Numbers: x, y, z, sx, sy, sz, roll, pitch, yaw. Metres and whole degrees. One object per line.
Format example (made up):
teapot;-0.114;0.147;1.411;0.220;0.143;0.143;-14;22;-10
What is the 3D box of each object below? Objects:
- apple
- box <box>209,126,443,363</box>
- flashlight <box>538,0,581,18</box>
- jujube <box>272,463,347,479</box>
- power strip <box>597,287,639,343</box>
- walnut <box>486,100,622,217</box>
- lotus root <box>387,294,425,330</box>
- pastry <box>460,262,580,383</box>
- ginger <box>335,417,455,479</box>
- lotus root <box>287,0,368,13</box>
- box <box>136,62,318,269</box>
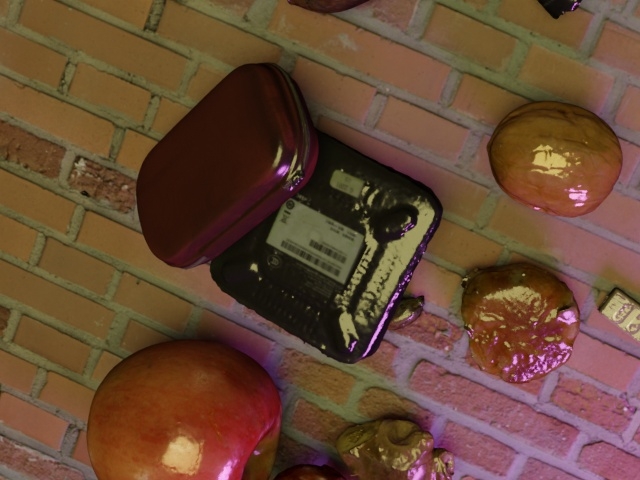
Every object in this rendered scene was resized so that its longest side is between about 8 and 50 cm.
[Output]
apple;-0.249;0.347;1.921;0.364;0.364;0.363;2;103;10
box;0.000;0.000;1.863;0.359;0.091;0.350;29;107;17
flashlight;0.284;-0.544;1.737;0.103;0.103;0.424;-43;92;17
jujube;-0.024;0.531;1.979;0.197;0.197;0.290;13;137;8
power strip;0.553;0.138;1.878;0.123;0.032;0.056;36;106;2
walnut;0.385;-0.136;1.761;0.222;0.195;0.195;12;105;3
lotus root;0.151;0.132;1.943;0.099;0.054;0.049;-29;86;16
pastry;0.343;0.140;1.885;0.229;0.100;0.218;40;111;-5
ginger;0.156;0.456;1.987;0.219;0.123;0.270;-19;108;23
lotus root;0.057;-0.476;1.769;0.275;0.152;0.160;-24;106;17
box;-0.168;-0.125;1.838;0.404;0.108;0.263;-36;58;33
